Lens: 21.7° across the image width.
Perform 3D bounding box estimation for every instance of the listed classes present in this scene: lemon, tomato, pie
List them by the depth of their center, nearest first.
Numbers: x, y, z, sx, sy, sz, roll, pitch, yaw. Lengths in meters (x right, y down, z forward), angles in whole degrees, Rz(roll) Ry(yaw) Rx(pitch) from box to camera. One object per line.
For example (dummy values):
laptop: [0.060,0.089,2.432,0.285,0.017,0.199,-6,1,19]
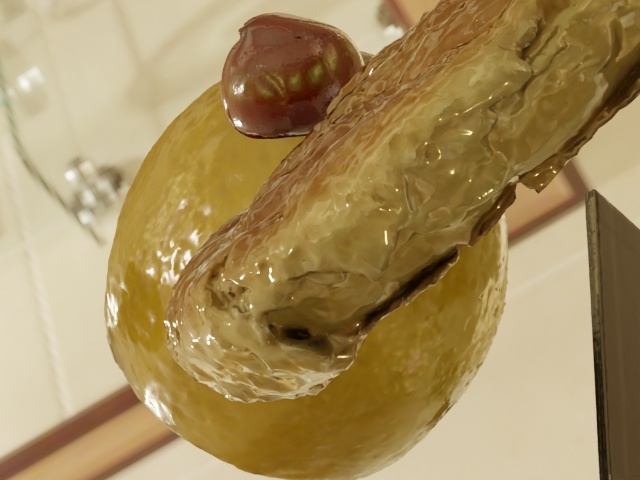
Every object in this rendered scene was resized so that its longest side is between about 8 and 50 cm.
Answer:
pie: [0.056,-0.054,0.738,0.083,0.339,0.339,45,-170,-7]
tomato: [-0.016,-0.098,0.989,0.087,0.087,0.075,-78,-15,-79]
lemon: [0.000,0.000,1.415,0.364,0.364,0.364,58,-172,-13]

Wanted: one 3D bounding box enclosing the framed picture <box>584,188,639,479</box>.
framed picture: [0.333,0.146,1.612,0.255,0.014,0.339,35,-134,-40]
